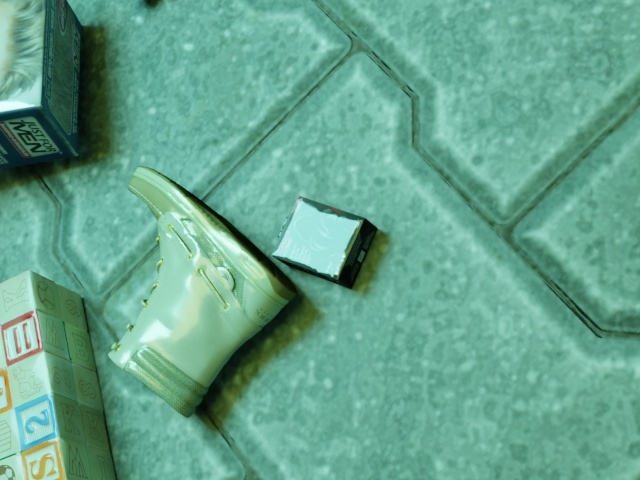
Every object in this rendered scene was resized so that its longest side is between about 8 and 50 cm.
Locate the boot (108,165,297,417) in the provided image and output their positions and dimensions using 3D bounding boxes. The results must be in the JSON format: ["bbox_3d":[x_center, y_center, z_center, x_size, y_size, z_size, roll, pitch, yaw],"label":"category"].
[{"bbox_3d":[-0.143,0.043,1.247,0.213,0.077,0.165,41,94,29],"label":"boot"}]

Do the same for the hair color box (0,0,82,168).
[{"bbox_3d":[-0.428,-0.154,1.392,0.347,0.105,0.174,-9,62,9],"label":"hair color box"}]

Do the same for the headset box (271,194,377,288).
[{"bbox_3d":[0.000,0.000,1.215,0.083,0.032,0.062,21,82,29],"label":"headset box"}]

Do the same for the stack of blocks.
[{"bbox_3d":[-0.291,0.200,1.254,0.171,0.087,0.297,-25,62,17],"label":"stack of blocks"}]
